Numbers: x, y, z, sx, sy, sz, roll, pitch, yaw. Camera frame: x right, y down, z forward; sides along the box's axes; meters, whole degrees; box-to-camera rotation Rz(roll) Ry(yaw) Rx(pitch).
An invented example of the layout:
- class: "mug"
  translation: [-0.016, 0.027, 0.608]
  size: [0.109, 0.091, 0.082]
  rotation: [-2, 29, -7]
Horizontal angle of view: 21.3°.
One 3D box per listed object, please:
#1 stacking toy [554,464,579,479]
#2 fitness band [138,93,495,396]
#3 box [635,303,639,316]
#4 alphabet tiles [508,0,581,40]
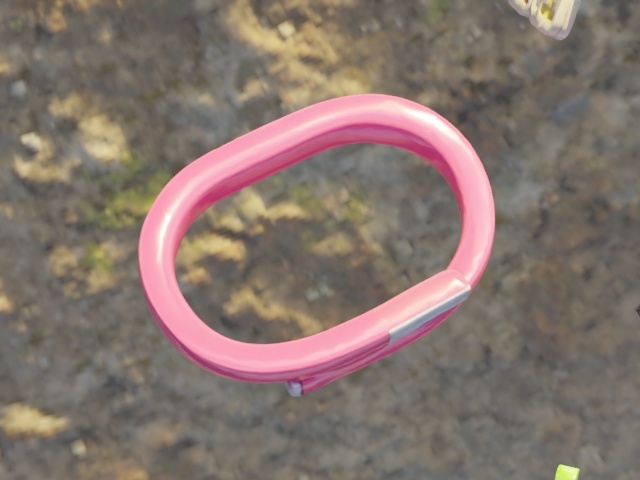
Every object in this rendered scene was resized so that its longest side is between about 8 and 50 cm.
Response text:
- class: "stacking toy"
  translation: [0.291, 0.250, 1.466]
  size: [0.167, 0.052, 0.221]
  rotation: [11, 156, 19]
- class: "fitness band"
  translation: [0.000, 0.000, 1.335]
  size: [0.291, 0.209, 0.054]
  rotation: [-25, 156, -14]
- class: "box"
  translation: [0.327, 0.074, 1.484]
  size: [0.062, 0.083, 0.052]
  rotation: [-24, 163, -17]
- class: "alphabet tiles"
  translation: [0.229, -0.320, 1.458]
  size: [0.021, 0.278, 0.284]
  rotation: [13, 109, -16]
